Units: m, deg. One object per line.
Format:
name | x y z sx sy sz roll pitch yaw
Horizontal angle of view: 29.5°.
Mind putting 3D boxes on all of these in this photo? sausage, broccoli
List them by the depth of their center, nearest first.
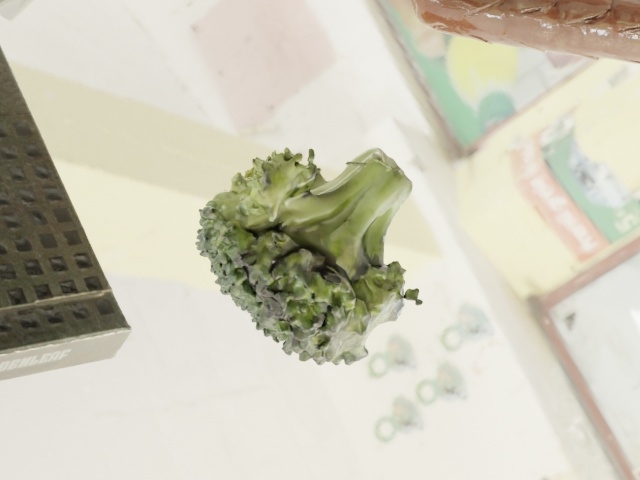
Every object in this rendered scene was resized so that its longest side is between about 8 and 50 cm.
sausage | 0.311 -0.262 1.445 0.088 0.433 0.088 9 -90 -76
broccoli | 0.005 0.002 1.619 0.293 0.281 0.348 44 -170 -3

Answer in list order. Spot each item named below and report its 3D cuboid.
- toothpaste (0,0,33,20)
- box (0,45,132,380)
toothpaste | -0.296 -0.435 1.541 0.125 0.371 0.080 50 -167 16
box | -0.279 -0.047 0.879 0.180 0.047 0.325 -8 -117 -43
